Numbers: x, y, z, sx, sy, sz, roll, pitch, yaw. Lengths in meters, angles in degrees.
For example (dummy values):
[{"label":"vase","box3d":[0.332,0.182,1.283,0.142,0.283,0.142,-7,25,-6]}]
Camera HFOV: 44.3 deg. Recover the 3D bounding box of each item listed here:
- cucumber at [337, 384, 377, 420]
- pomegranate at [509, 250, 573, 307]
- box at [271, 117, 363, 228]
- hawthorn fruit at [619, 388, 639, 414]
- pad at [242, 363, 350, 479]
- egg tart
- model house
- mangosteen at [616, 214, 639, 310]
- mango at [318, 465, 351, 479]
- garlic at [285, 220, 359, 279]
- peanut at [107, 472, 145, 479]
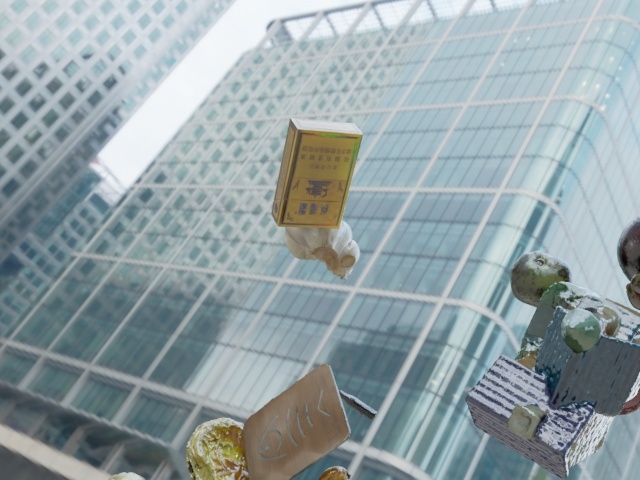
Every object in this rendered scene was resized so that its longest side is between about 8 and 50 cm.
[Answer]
[{"label":"cucumber","box3d":[0.112,0.531,2.575,0.163,0.043,0.039,30,-33,13]},{"label":"pomegranate","box3d":[0.491,0.085,1.739,0.138,0.126,0.163,6,4,24]},{"label":"box","box3d":[-0.014,-0.181,2.186,0.192,0.084,0.302,2,-59,-20]},{"label":"hawthorn fruit","box3d":[0.772,0.344,2.078,0.265,0.265,0.307,10,-35,36]},{"label":"pad","box3d":[-0.066,0.448,1.864,0.018,0.284,0.286,48,10,-26]},{"label":"egg tart","box3d":[-0.236,0.561,1.964,0.241,0.241,0.106,37,-54,-7]},{"label":"model house","box3d":[0.422,0.245,1.414,0.245,0.280,0.312,31,-69,35]},{"label":"mangosteen","box3d":[0.702,0.035,1.592,0.209,0.210,0.210,25,-29,15]},{"label":"mango","box3d":[0.020,0.564,1.762,0.077,0.127,0.063,36,-5,-3]},{"label":"garlic","box3d":[0.004,-0.016,2.424,0.281,0.185,0.203,24,9,-32]},{"label":"peanut","box3d":[-0.428,0.617,1.799,0.123,0.124,0.257,23,-32,19]}]
